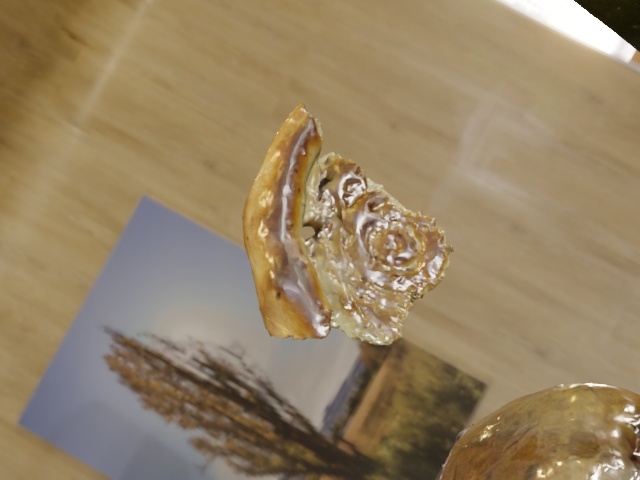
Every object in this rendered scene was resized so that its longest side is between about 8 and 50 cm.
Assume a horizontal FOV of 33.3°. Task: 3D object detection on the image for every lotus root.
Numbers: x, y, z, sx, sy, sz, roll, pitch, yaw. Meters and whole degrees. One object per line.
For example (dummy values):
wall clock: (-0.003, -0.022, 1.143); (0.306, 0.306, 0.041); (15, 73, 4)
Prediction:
lotus root: (0.246, 0.258, 0.939); (0.192, 0.272, 0.272); (-40, 11, 45)

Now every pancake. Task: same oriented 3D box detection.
pancake: (0.000, 0.000, 1.085); (0.212, 0.257, 0.056); (-41, -20, -23)

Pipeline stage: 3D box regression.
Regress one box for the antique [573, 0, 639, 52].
antique: (0.253, -0.227, 0.866); (0.080, 0.221, 0.081); (-20, 48, 55)
